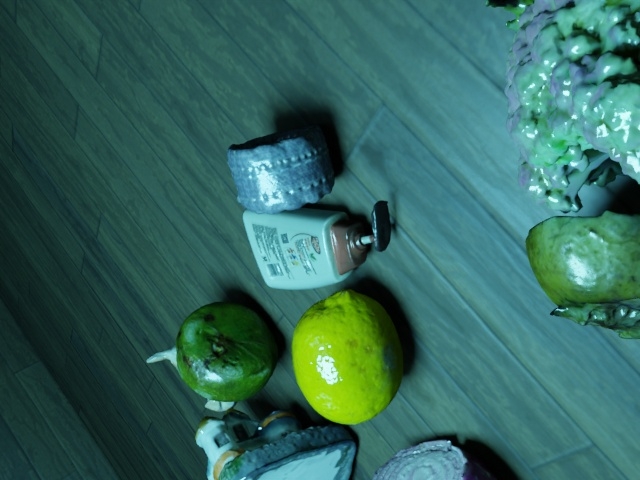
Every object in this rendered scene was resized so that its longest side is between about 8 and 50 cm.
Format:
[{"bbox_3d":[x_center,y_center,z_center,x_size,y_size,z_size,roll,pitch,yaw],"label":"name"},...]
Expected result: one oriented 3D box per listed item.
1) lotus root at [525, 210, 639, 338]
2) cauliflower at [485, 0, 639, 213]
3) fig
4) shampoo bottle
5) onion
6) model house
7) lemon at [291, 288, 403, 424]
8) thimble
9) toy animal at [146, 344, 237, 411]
[{"bbox_3d":[0.281,0.048,0.516,0.183,0.203,0.078,3,70,42],"label":"lotus root"},{"bbox_3d":[0.280,-0.137,0.431,0.315,0.239,0.257,15,91,20],"label":"cauliflower"},{"bbox_3d":[-0.194,0.243,1.103,0.203,0.203,0.235,45,136,18],"label":"fig"},{"bbox_3d":[0.000,0.000,0.871,0.284,0.071,0.153,-7,104,45],"label":"shampoo bottle"},{"bbox_3d":[0.187,0.412,0.845,0.207,0.200,0.201,-38,82,17],"label":"onion"},{"bbox_3d":[-0.123,0.397,1.111,0.300,0.271,0.190,34,124,50],"label":"model house"},{"bbox_3d":[0.040,0.176,0.857,0.170,0.170,0.208,-3,108,47],"label":"lemon"},{"bbox_3d":[-0.056,-0.103,0.807,0.150,0.150,0.098,4,115,44],"label":"thimble"},{"bbox_3d":[-0.265,0.303,1.245,0.104,0.183,0.185,-105,-1,-63],"label":"toy animal"}]
